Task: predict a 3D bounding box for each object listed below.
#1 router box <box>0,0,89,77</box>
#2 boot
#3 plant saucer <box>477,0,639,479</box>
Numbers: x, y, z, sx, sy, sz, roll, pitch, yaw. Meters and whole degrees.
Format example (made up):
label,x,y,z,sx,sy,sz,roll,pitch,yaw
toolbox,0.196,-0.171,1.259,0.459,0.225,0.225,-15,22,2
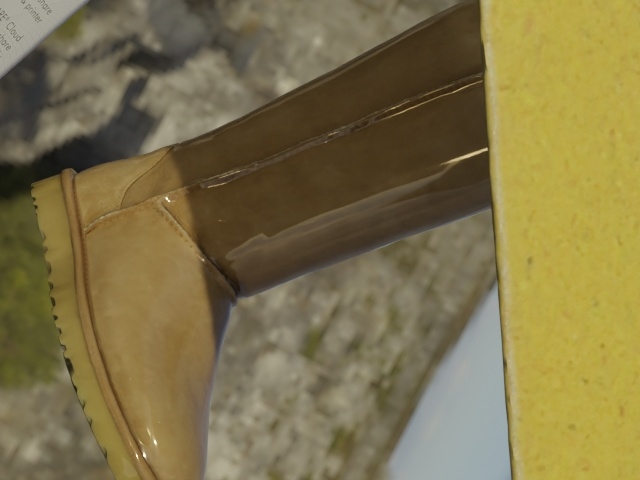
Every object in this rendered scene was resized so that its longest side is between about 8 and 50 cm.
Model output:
label,x,y,z,sx,sy,sz,roll,pitch,yaw
router box,-0.221,-0.163,0.860,0.301,0.082,0.335,-42,158,-4
boot,0.000,0.000,0.986,0.089,0.269,0.236,68,2,-52
plant saucer,0.108,-0.022,0.645,0.333,0.081,0.332,-61,146,-73
